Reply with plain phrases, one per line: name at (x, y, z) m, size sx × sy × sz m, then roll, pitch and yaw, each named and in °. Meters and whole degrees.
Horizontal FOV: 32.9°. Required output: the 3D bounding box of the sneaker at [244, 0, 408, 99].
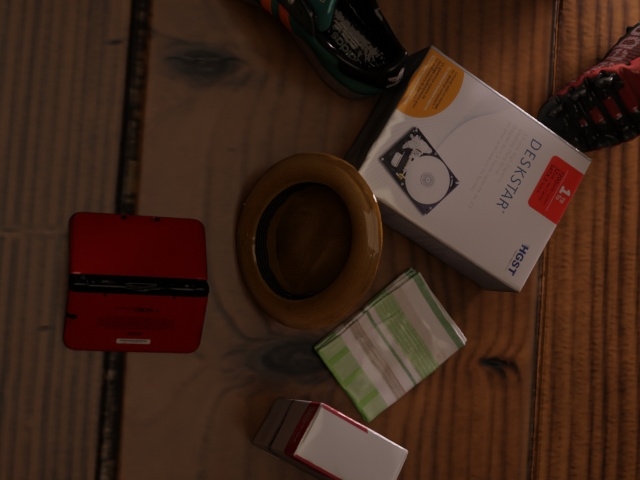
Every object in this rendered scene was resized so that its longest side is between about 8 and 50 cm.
sneaker at (-0.018, -0.277, 1.151) m, size 0.302 × 0.121 × 0.108 m, roll 42°, pitch 77°, yaw -12°

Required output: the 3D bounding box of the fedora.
fedora at (0.000, 0.000, 1.148) m, size 0.079 × 0.194 × 0.194 m, roll -5°, pitch 90°, yaw -54°

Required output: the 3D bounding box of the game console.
game console at (-0.196, 0.046, 1.144) m, size 0.144 × 0.085 × 0.124 m, roll 3°, pitch 119°, yaw -17°

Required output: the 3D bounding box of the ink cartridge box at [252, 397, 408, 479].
ink cartridge box at (0.007, 0.216, 1.132) m, size 0.109 × 0.150 × 0.063 m, roll 31°, pitch 76°, yaw -14°

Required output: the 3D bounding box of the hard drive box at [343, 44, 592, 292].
hard drive box at (0.157, -0.077, 1.218) m, size 0.232 × 0.089 × 0.181 m, roll 32°, pitch 80°, yaw -14°

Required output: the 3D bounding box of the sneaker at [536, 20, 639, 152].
sneaker at (0.378, -0.196, 1.288) m, size 0.276 × 0.135 × 0.097 m, roll -30°, pitch 111°, yaw 7°

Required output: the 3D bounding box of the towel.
towel at (0.082, 0.118, 1.224) m, size 0.152 × 0.023 × 0.113 m, roll -38°, pitch 99°, yaw -14°
